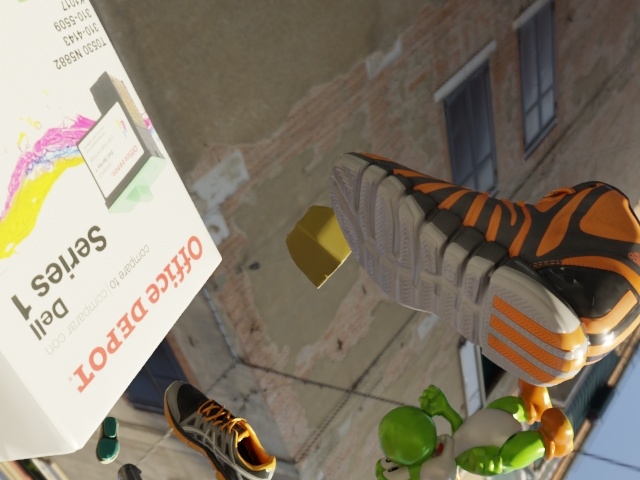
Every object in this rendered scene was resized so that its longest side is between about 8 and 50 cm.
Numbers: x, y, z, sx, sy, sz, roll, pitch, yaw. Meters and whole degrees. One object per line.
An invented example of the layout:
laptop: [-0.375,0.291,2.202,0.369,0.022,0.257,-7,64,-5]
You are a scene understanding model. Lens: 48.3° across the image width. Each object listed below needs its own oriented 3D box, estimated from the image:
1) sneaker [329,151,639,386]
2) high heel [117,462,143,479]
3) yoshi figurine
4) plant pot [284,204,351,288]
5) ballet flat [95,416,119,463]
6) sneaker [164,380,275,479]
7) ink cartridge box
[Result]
sneaker: [0.157,-0.006,0.667,0.180,0.125,0.321,-26,-133,-27]
high heel: [-0.231,0.488,1.232,0.093,0.261,0.186,-58,-157,-5]
yoshi figurine: [0.259,0.354,1.318,0.362,0.203,0.203,-21,-107,2]
plant pot: [0.000,0.000,1.003,0.083,0.081,0.081,39,-130,0]
ballet flat: [-0.531,0.510,1.782,0.057,0.052,0.168,17,-159,-15]
sneaker: [-0.148,0.289,1.076,0.215,0.083,0.084,45,-149,7]
ink cartridge box: [-0.197,-0.039,0.421,0.117,0.278,0.201,-13,-155,26]
